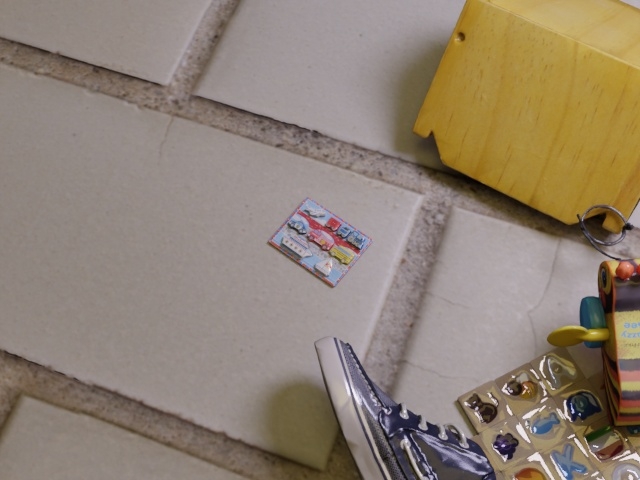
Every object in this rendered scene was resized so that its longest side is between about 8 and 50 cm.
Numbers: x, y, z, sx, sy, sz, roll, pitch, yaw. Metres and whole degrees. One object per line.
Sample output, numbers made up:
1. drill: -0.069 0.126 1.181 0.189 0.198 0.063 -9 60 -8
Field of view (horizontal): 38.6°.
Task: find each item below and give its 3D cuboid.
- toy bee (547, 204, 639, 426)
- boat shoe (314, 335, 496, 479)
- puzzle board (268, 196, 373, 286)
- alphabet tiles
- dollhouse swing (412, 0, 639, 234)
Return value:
1. toy bee: 0.384 0.089 1.182 0.195 0.162 0.298 -25 75 -1
2. boat shoe: 0.118 0.262 1.183 0.158 0.127 0.340 -22 73 -4
3. puzzle board: 0.000 0.000 1.380 0.128 0.011 0.096 34 71 20
4. alphabet tiles: 0.340 0.316 1.196 0.285 0.011 0.342 -26 65 -8
5. dollhouse swing: 0.390 -0.232 1.437 0.347 0.305 0.315 28 111 17
